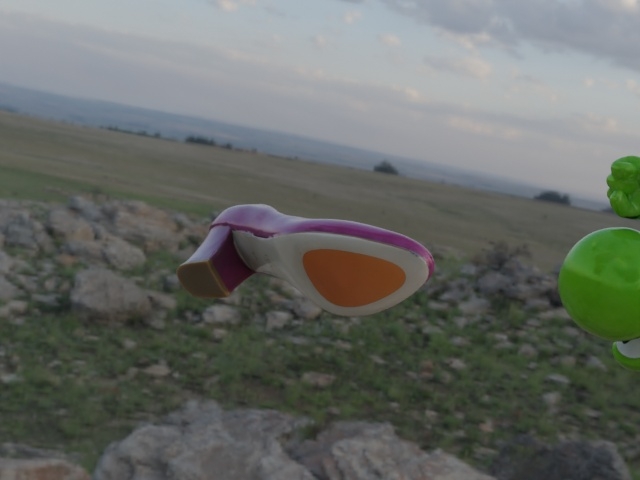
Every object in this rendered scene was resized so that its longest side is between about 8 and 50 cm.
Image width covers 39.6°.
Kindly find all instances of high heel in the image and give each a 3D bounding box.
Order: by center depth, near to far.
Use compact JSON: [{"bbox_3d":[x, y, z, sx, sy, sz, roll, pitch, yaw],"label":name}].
[{"bbox_3d":[0.000,0.000,0.721,0.244,0.082,0.117,-9,28,41],"label":"high heel"}]

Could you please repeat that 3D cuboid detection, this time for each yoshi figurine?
[{"bbox_3d":[0.353,-0.010,0.807,0.203,0.362,0.203,37,36,7],"label":"yoshi figurine"}]
